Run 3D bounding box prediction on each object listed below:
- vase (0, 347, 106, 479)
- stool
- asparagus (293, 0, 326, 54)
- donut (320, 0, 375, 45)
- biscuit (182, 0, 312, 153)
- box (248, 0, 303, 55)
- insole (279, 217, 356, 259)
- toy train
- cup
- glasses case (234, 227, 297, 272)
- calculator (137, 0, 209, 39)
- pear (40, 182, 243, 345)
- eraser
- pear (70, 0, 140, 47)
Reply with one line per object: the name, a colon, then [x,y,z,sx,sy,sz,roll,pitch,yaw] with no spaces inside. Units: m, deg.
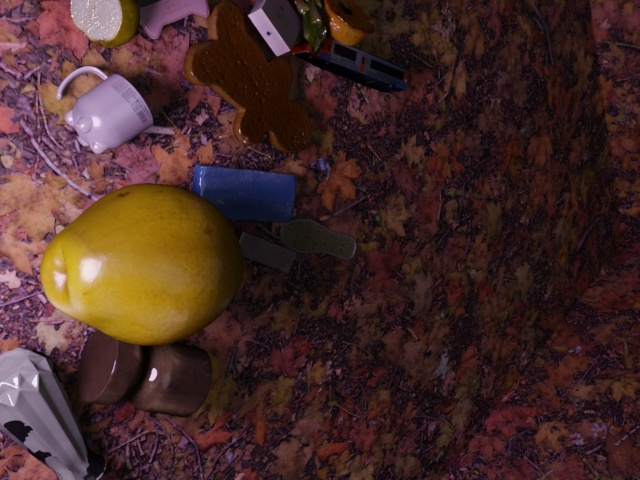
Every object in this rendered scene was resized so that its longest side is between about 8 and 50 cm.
vase: [-0.610,0.407,1.272,0.165,0.165,0.359,-36,125,-29]
stool: [-0.419,0.320,1.387,0.264,0.179,0.179,26,83,-41]
asparagus: [-0.036,-0.643,1.529,0.080,0.080,0.287,-18,84,-37]
donut: [0.058,-0.623,1.604,0.190,0.074,0.174,48,39,3]
biscuit: [-0.176,-0.386,1.512,0.432,0.064,0.282,41,63,-40]
box: [-0.116,-0.577,1.500,0.129,0.051,0.130,50,42,-36]
insole: [0.000,0.000,1.786,0.322,0.007,0.109,17,89,-40]
toy train: [0.094,-0.529,1.696,0.410,0.086,0.089,7,94,-41]
cup: [-0.474,-0.283,1.240,0.142,0.134,0.173,-43,125,-23]
glasses case: [-0.164,0.029,1.626,0.205,0.047,0.070,23,89,-41]
calculator: [-0.392,-0.640,1.291,0.220,0.048,0.329,-36,118,-28]
pear: [-0.369,0.052,1.255,0.419,0.363,0.361,-4,102,-45]
eraser: [-0.201,-0.123,1.563,0.312,0.043,0.144,1,98,-40]
pear: [-0.452,-0.486,1.228,0.104,0.141,0.140,-58,146,-72]
